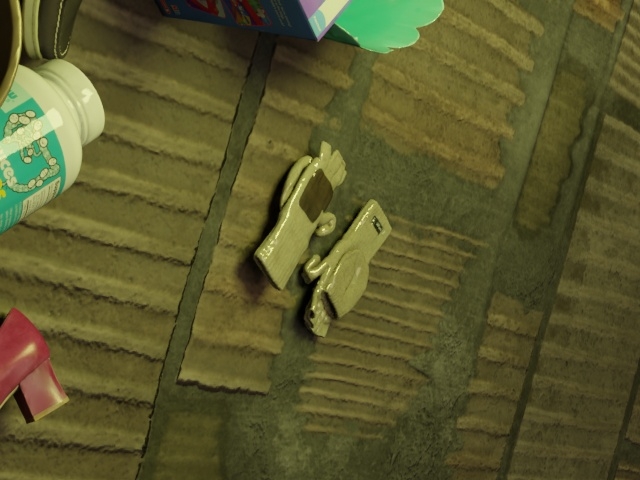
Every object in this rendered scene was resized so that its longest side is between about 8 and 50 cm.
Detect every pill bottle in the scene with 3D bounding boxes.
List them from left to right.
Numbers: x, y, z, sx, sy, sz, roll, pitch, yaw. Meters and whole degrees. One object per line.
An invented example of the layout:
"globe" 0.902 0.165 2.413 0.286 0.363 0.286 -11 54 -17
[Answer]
"pill bottle" -0.331 -0.077 1.351 0.264 0.146 0.146 -40 131 -37

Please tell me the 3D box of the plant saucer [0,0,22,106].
"plant saucer" -0.398 -0.188 1.220 0.277 0.041 0.278 3 83 -25

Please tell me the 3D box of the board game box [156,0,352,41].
"board game box" -0.128 -0.371 1.436 0.078 0.233 0.347 -53 138 -26

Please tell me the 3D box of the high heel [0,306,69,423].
"high heel" -0.381 0.168 1.450 0.244 0.082 0.117 -29 92 -27

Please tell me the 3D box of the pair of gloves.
"pair of gloves" 0.000 0.000 1.880 0.240 0.042 0.204 50 60 -49

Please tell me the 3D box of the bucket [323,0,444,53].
"bucket" 0.018 -0.363 1.666 0.281 0.183 0.281 -20 116 -46

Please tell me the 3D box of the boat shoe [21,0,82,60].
"boat shoe" -0.226 -0.295 1.380 0.103 0.092 0.285 -82 -170 -60
